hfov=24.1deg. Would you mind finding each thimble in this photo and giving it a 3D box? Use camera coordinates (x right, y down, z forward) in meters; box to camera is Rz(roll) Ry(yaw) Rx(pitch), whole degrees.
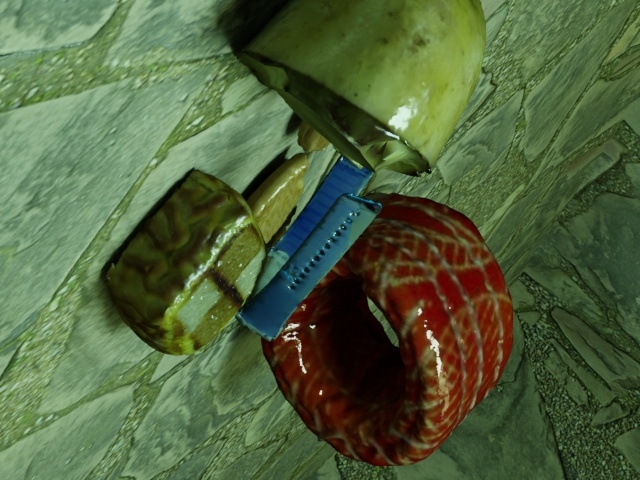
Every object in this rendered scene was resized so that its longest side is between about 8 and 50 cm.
[{"bbox_3d":[0.088,0.118,2.076,0.230,0.350,0.350,-32,158,-46],"label":"thimble"}]

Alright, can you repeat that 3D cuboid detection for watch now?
[{"bbox_3d":[-0.005,0.009,1.708,0.274,0.068,0.276,-52,-173,23],"label":"watch"}]

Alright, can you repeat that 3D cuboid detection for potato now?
[{"bbox_3d":[0.061,-0.190,1.452,0.242,0.242,0.285,-51,159,3],"label":"potato"}]

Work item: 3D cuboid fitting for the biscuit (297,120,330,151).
[{"bbox_3d":[0.102,-0.244,1.736,0.376,0.051,0.269,-46,168,-11],"label":"biscuit"}]

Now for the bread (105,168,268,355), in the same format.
[{"bbox_3d":[-0.139,0.031,1.622,0.181,0.096,0.222,-50,166,-10],"label":"bread"}]

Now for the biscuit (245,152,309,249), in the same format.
[{"bbox_3d":[-0.078,-0.014,1.816,0.144,0.033,0.224,-42,165,-25],"label":"biscuit"}]
